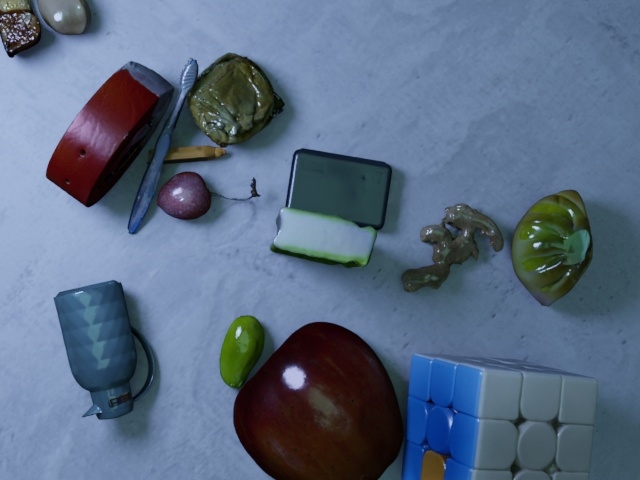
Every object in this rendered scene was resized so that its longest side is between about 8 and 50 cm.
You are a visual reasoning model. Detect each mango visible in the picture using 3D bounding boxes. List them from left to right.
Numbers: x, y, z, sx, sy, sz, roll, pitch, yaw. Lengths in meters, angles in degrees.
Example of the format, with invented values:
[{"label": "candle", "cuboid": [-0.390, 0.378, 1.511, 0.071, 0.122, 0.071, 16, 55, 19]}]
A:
[{"label": "mango", "cuboid": [-0.174, 0.246, 1.768, 0.091, 0.074, 0.165, 13, 86, -7]}]

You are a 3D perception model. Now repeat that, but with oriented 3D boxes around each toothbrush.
[{"label": "toothbrush", "cuboid": [-0.343, -0.196, 1.728, 0.035, 0.042, 0.414, 18, 106, -22]}]

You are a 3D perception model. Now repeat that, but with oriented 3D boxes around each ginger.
[{"label": "ginger", "cuboid": [0.283, 0.016, 1.837, 0.258, 0.065, 0.149, -32, 79, -1]}]

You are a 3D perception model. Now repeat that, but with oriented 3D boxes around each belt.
[{"label": "belt", "cuboid": [-0.433, -0.229, 1.681, 0.115, 0.227, 0.324, 35, 82, -5]}]

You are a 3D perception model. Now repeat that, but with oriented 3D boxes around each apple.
[{"label": "apple", "cuboid": [0.004, 0.383, 1.762, 0.328, 0.295, 0.365, -37, 91, 31]}]

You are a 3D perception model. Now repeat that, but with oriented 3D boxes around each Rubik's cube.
[{"label": "Rubik's cube", "cuboid": [0.366, 0.402, 1.682, 0.291, 0.290, 0.292, 6, 86, -22]}]

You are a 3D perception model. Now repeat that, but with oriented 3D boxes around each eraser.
[{"label": "eraser", "cuboid": [0.000, 0.000, 1.696, 0.209, 0.274, 0.092, 13, 85, -6]}]

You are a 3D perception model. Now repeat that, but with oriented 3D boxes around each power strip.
[{"label": "power strip", "cuboid": [-0.298, -0.191, 1.784, 0.178, 0.049, 0.028, -5, 84, -6]}]

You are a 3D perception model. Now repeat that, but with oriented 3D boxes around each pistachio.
[{"label": "pistachio", "cuboid": [-0.558, -0.510, 1.739, 0.113, 0.113, 0.149, -25, 92, -7]}]

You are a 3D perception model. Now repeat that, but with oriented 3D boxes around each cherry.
[{"label": "cherry", "cuboid": [-0.252, -0.111, 1.765, 0.225, 0.090, 0.107, -17, 87, -7]}]

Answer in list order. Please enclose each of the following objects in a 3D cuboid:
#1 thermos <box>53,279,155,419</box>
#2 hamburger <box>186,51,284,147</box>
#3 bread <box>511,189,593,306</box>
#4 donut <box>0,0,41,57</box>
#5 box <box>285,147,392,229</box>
[{"label": "thermos", "cuboid": [-0.454, 0.232, 1.714, 0.182, 0.145, 0.287, -15, 92, -40]}, {"label": "hamburger", "cuboid": [-0.199, -0.306, 1.775, 0.206, 0.130, 0.183, -42, 94, -25]}, {"label": "bread", "cuboid": [0.515, 0.019, 1.813, 0.156, 0.158, 0.261, -5, 86, -3]}, {"label": "donut", "cuboid": [-0.659, -0.496, 1.716, 0.085, 0.141, 0.217, -18, 90, -17]}, {"label": "box", "cuboid": [0.042, -0.116, 1.817, 0.230, 0.050, 0.160, 9, 86, -6]}]
